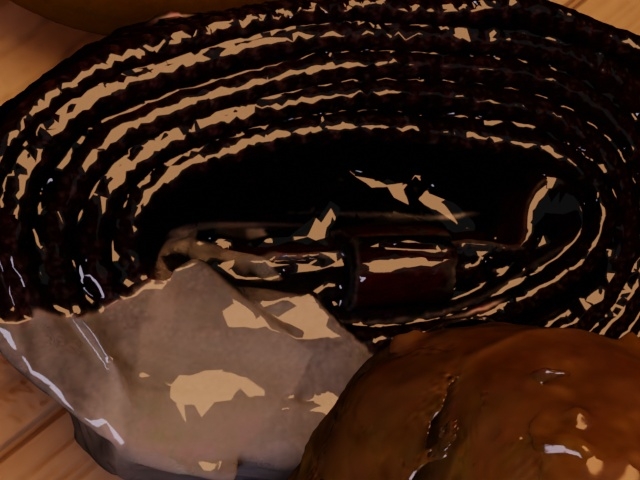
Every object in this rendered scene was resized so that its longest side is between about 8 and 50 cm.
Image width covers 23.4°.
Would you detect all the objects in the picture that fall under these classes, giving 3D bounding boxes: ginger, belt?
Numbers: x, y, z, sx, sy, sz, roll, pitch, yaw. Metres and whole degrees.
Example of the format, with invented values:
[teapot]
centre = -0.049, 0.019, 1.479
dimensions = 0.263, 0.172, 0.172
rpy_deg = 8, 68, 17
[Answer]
[ginger]
centre = 0.013, 0.117, 0.476
dimensions = 0.107, 0.309, 0.133
rpy_deg = 36, 42, -4
[belt]
centre = 0.000, 0.000, 0.597
dimensions = 0.289, 0.164, 0.184
rpy_deg = -2, 91, -16

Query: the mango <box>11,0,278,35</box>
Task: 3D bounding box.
[mango]
centre = -0.103, -0.221, 0.659
dimensions = 0.211, 0.173, 0.317
rpy_deg = -30, 84, -3
